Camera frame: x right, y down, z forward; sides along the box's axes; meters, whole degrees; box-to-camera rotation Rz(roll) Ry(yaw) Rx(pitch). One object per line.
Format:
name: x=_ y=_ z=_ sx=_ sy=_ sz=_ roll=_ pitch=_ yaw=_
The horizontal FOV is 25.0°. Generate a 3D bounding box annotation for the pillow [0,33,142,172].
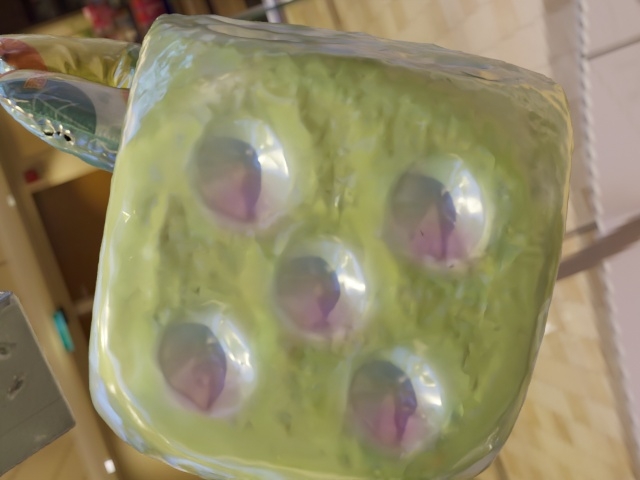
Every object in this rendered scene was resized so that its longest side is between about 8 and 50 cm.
pillow: x=-0.170 y=-0.109 z=1.184 sx=0.233 sy=0.214 sz=0.086 roll=-120 pitch=47 yaw=-63

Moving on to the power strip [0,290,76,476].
power strip: x=-0.372 y=0.126 z=1.479 sx=0.139 sy=0.140 sz=0.224 roll=0 pitch=118 yaw=52

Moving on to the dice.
dice: x=0.000 y=0.000 z=0.880 sx=0.252 sy=0.250 sz=0.254 roll=-93 pitch=14 yaw=-77
